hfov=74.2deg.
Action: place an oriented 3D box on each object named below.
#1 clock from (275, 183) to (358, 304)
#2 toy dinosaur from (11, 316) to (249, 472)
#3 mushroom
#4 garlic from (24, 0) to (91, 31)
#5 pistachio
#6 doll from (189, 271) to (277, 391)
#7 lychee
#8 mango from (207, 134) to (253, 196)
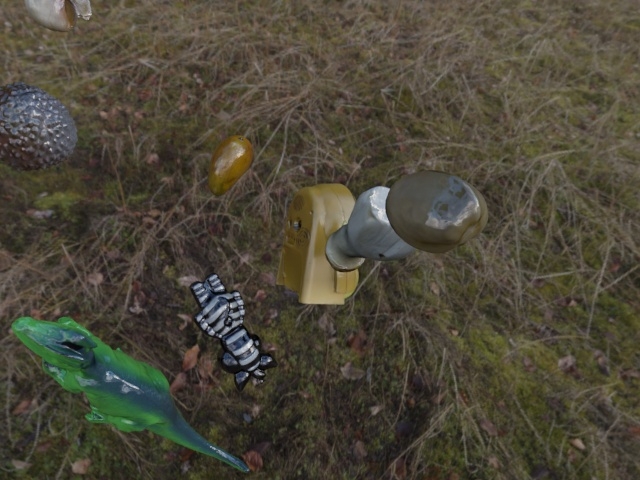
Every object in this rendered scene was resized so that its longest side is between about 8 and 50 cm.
[{"bbox_3d":[0.000,0.000,1.181,0.200,0.318,0.244,-3,12,-29],"label":"clock"},{"bbox_3d":[-0.282,0.294,0.767,0.499,0.374,0.144,33,56,-12],"label":"toy dinosaur"},{"bbox_3d":[0.096,-0.015,0.881,0.159,0.328,0.122,39,67,-8],"label":"mushroom"},{"bbox_3d":[-0.514,-0.490,0.814,0.123,0.099,0.175,-7,80,-27],"label":"garlic"},{"bbox_3d":[0.144,-0.039,0.547,0.113,0.113,0.149,-23,30,-27],"label":"pistachio"},{"bbox_3d":[-0.157,0.161,0.739,0.091,0.220,0.067,-33,14,-31],"label":"doll"},{"bbox_3d":[-0.562,-0.209,0.819,0.165,0.198,0.165,13,45,-14],"label":"lychee"},{"bbox_3d":[-0.238,-0.198,1.094,0.089,0.115,0.165,30,67,7],"label":"mango"}]
